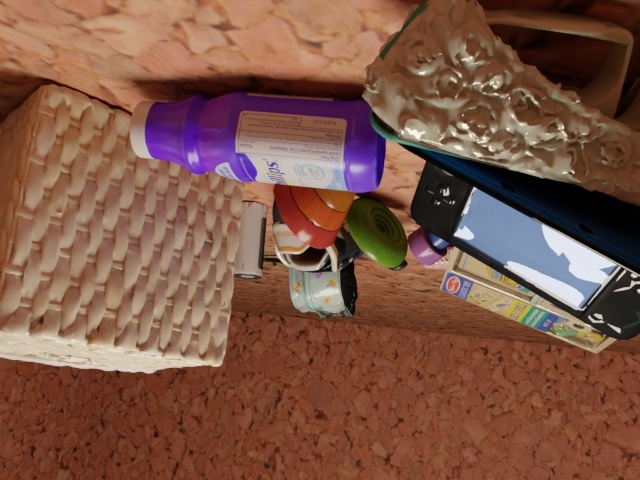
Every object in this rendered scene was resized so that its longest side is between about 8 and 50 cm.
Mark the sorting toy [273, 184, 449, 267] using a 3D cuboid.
[{"bbox_3d":[0.105,-0.047,0.969,0.365,0.127,0.126,16,136,-42],"label":"sorting toy"}]

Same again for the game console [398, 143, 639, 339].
[{"bbox_3d":[0.204,0.009,0.624,0.293,0.173,0.250,32,145,16],"label":"game console"}]

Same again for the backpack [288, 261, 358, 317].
[{"bbox_3d":[0.006,0.076,1.353,0.144,0.166,0.188,-2,164,3],"label":"backpack"}]

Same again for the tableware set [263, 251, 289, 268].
[{"bbox_3d":[-0.159,0.065,1.703,0.194,0.039,0.128,-2,164,38],"label":"tableware set"}]

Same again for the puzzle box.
[{"bbox_3d":[0.317,0.029,0.866,0.272,0.052,0.409,23,159,13],"label":"puzzle box"}]

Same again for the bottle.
[{"bbox_3d":[-0.070,-0.114,0.718,0.282,0.092,0.118,6,169,9],"label":"bottle"}]

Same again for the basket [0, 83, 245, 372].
[{"bbox_3d":[-0.304,0.005,0.896,0.328,0.332,0.266,18,159,-37],"label":"basket"}]

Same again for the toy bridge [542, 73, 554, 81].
[{"bbox_3d":[0.249,-0.116,0.655,0.188,0.026,0.063,19,164,-37],"label":"toy bridge"}]

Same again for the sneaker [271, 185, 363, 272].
[{"bbox_3d":[0.000,0.000,1.118,0.126,0.128,0.321,1,167,25],"label":"sneaker"}]

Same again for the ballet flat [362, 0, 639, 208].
[{"bbox_3d":[0.234,-0.097,0.516,0.408,0.147,0.147,12,167,-21],"label":"ballet flat"}]

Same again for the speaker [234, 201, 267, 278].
[{"bbox_3d":[-0.128,-0.001,1.167,0.055,0.136,0.055,3,166,1],"label":"speaker"}]

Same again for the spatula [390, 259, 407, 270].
[{"bbox_3d":[0.124,0.028,1.190,0.084,0.030,0.296,-19,-171,-2],"label":"spatula"}]

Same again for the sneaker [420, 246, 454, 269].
[{"bbox_3d":[0.246,0.035,1.275,0.070,0.051,0.134,8,173,-23],"label":"sneaker"}]
